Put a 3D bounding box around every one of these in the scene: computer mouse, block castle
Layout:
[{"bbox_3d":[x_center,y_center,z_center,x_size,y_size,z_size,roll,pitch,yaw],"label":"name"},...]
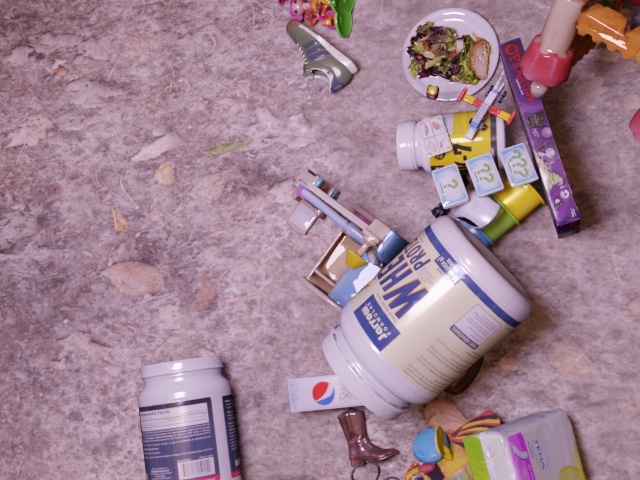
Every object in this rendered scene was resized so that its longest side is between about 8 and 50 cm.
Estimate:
[{"bbox_3d":[0.279,-0.074,1.524,0.042,0.193,0.106,42,88,-21],"label":"computer mouse"},{"bbox_3d":[0.573,-0.357,1.369,0.303,0.213,0.453,36,54,21],"label":"block castle"}]

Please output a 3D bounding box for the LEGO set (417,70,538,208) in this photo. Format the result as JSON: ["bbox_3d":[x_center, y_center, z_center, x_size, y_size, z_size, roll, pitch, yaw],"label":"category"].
[{"bbox_3d":[0.279,-0.201,1.476,0.182,0.060,0.244,-17,71,7],"label":"LEGO set"}]

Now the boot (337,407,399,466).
[{"bbox_3d":[0.094,0.387,1.595,0.106,0.037,0.114,-17,74,11],"label":"boot"}]

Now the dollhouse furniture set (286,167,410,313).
[{"bbox_3d":[0.000,0.000,1.527,0.286,0.303,0.198,37,93,17],"label":"dollhouse furniture set"}]

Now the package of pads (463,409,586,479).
[{"bbox_3d":[0.387,0.463,1.403,0.101,0.229,0.297,-23,76,44],"label":"package of pads"}]

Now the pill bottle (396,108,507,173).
[{"bbox_3d":[0.261,-0.193,1.573,0.208,0.119,0.119,-3,83,16],"label":"pill bottle"}]

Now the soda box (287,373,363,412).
[{"bbox_3d":[0.047,0.300,1.596,0.216,0.074,0.069,-8,81,15],"label":"soda box"}]

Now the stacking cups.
[{"bbox_3d":[0.289,-0.005,1.567,0.316,0.096,0.096,-42,74,12],"label":"stacking cups"}]

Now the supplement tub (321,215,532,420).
[{"bbox_3d":[0.184,0.141,1.417,0.325,0.235,0.235,-44,74,12],"label":"supplement tub"}]

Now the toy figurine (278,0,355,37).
[{"bbox_3d":[-0.019,-0.521,1.715,0.159,0.130,0.173,5,109,30],"label":"toy figurine"}]

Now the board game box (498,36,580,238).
[{"bbox_3d":[0.410,-0.183,1.483,0.056,0.208,0.347,-17,80,11],"label":"board game box"}]

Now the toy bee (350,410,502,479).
[{"bbox_3d":[0.226,0.447,1.483,0.195,0.162,0.298,38,107,-27],"label":"toy bee"}]

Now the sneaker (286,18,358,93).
[{"bbox_3d":[-0.017,-0.390,1.702,0.192,0.064,0.086,39,90,13],"label":"sneaker"}]

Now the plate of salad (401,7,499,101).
[{"bbox_3d":[0.264,-0.386,1.633,0.199,0.048,0.200,-2,84,16],"label":"plate of salad"}]

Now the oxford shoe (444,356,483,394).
[{"bbox_3d":[0.284,0.192,1.532,0.082,0.096,0.227,21,91,15],"label":"oxford shoe"}]

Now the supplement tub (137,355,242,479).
[{"bbox_3d":[-0.268,0.382,1.615,0.191,0.191,0.272,-10,80,14],"label":"supplement tub"}]
